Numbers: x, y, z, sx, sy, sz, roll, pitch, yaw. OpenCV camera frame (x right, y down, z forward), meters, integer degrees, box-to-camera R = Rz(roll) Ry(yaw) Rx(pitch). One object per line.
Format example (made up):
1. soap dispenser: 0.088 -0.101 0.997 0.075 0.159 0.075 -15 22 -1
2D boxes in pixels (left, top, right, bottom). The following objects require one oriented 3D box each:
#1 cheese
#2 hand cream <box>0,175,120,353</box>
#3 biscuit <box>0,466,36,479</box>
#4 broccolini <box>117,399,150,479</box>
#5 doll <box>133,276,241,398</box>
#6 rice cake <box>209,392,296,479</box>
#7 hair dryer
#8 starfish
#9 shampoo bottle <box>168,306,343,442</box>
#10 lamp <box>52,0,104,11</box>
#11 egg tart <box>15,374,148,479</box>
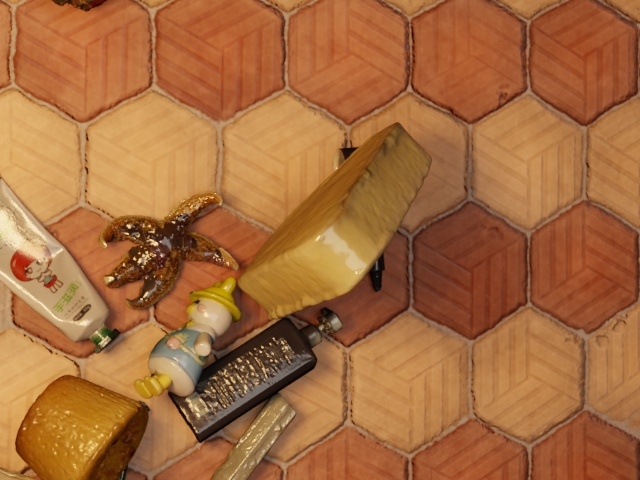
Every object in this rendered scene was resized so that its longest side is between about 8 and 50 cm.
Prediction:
1. cheese: 0.000 -0.001 1.918 0.104 0.384 0.384 44 78 -9
2. hand cream: -0.456 0.045 1.915 0.121 0.076 0.336 -44 93 -15
3. biscuit: -0.670 0.457 1.797 0.429 0.104 0.446 22 91 -21
4. broccolini: -0.310 0.331 1.961 0.035 0.030 0.140 12 89 -51
5. doll: -0.206 0.160 1.938 0.099 0.135 0.241 24 61 11
6. rice cake: -0.131 0.367 1.995 0.057 0.052 0.256 34 78 18
7. hair dryer: 0.103 -0.040 2.077 0.128 0.070 0.255 -9 98 -17
8. starfish: -0.248 0.012 1.970 0.216 0.071 0.238 37 89 -17
9. shampoo bottle: -0.097 0.212 1.992 0.309 0.071 0.098 -32 75 -13
10. lamp: -0.340 -0.489 1.911 0.274 0.177 0.177 -41 99 -15
11. egg tart: -0.379 0.309 1.856 0.147 0.202 0.202 29 80 9
